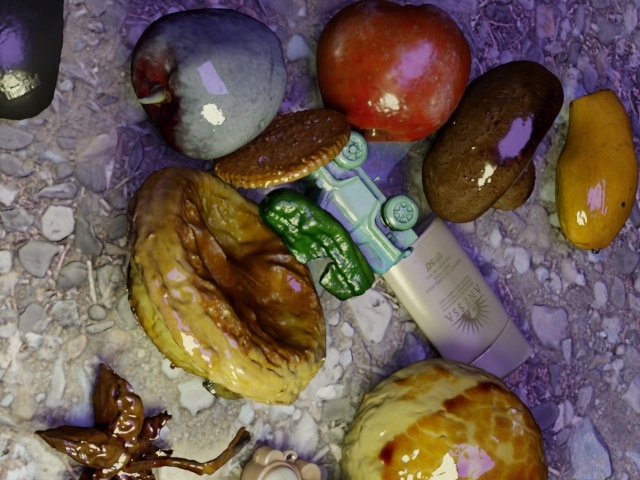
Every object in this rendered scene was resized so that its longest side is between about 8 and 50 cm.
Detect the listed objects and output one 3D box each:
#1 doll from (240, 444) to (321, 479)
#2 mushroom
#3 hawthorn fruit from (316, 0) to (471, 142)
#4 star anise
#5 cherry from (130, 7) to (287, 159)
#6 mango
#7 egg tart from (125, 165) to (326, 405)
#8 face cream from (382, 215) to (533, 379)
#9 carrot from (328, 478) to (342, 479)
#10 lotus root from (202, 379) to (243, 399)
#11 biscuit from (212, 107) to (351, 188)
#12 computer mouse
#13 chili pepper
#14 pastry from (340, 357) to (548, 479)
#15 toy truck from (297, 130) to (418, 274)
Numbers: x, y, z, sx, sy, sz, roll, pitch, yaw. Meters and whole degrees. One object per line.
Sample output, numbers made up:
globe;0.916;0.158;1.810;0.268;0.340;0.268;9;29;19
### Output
doll;-0.090;0.496;1.639;0.154;0.119;0.278;14;86;-37
mushroom;0.318;-0.186;1.780;0.239;0.345;0.345;9;81;-3
hawthorn fruit;0.129;-0.313;1.717;0.284;0.284;0.284;2;85;-25
star anise;-0.286;0.324;1.543;0.347;0.148;0.237;6;85;-15
cherry;-0.189;-0.268;1.590;0.296;0.218;0.255;-27;67;-31
mango;0.582;-0.150;1.987;0.187;0.144;0.359;19;75;-25
egg tart;-0.170;0.085;1.546;0.443;0.178;0.443;43;28;-29
face cream;0.268;0.136;1.849;0.173;0.081;0.348;-41;102;-22
carrot;0.025;0.531;1.656;0.070;0.070;0.260;-12;120;-25
lotus root;-0.124;0.221;1.660;0.179;0.080;0.089;-25;98;-24
biscuit;-0.068;-0.166;1.629;0.254;0.254;0.035;-32;122;-24
computer mouse;-0.502;-0.333;1.521;0.170;0.100;0.269;3;84;-27
chili pepper;-0.001;0.001;1.635;0.099;0.083;0.253;-39;111;12
pastry;0.232;0.404;1.685;0.389;0.313;0.388;4;80;-23
toy truck;0.054;-0.072;1.731;0.156;0.155;0.279;-44;104;-13
